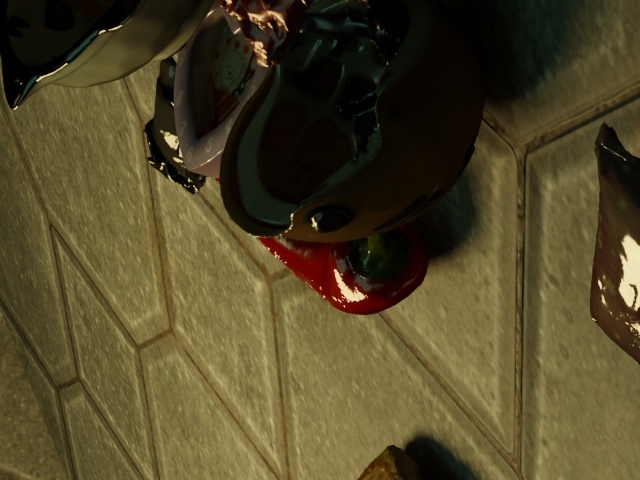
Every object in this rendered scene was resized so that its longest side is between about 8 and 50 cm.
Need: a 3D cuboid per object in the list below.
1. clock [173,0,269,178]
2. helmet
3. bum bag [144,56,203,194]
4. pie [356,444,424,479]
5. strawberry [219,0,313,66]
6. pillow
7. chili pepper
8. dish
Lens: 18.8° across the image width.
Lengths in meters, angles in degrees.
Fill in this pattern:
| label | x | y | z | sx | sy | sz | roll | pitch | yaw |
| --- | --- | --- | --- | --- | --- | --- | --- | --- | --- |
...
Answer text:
| label | x | y | z | sx | sy | sz | roll | pitch | yaw |
| --- | --- | --- | --- | --- | --- | --- | --- | --- | --- |
| clock | -0.069 | -0.136 | 1.720 | 0.198 | 0.064 | 0.172 | 31 | 106 | 61 |
| helmet | 0.037 | -0.085 | 1.400 | 0.224 | 0.130 | 0.198 | -46 | 34 | 36 |
| bum bag | -0.154 | -0.121 | 2.036 | 0.087 | 0.049 | 0.198 | 56 | 157 | 20 |
| pie | 0.084 | 0.271 | 1.768 | 0.193 | 0.079 | 0.163 | -140 | 39 | -58 |
| strawberry | -0.042 | -0.243 | 1.291 | 0.178 | 0.234 | 0.234 | 29 | 159 | -4 |
| pillow | 0.206 | 0.018 | 1.232 | 0.118 | 0.043 | 0.185 | 48 | 152 | 41 |
| chili pepper | 0.003 | 0.003 | 1.640 | 0.137 | 0.092 | 0.368 | 35 | 171 | -22 |
| dish | -0.174 | -0.248 | 1.754 | 0.303 | 0.120 | 0.303 | -31 | 47 | 41 |
